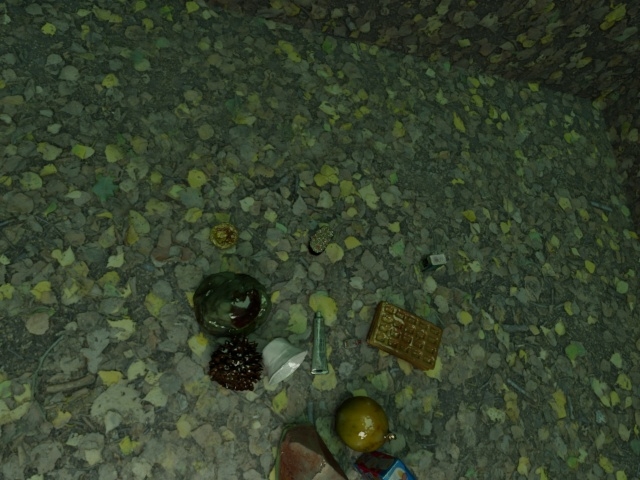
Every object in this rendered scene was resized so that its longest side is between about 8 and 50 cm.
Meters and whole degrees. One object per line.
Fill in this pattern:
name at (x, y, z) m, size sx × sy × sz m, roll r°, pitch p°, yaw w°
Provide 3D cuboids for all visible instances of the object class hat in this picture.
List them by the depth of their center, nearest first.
hat at (-0.165, 0.475, 1.717) m, size 0.203 × 0.203 × 0.126 m, roll -36°, pitch 67°, yaw -26°

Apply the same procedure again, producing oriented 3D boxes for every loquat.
loquat at (0.182, 0.734, 1.681) m, size 0.246 × 0.213 × 0.213 m, roll 12°, pitch 60°, yaw 30°

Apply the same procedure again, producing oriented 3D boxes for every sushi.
sushi at (0.000, 0.000, 1.988) m, size 0.090 × 0.078 × 0.150 m, roll 38°, pitch 65°, yaw -1°

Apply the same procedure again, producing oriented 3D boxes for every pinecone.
pinecone at (-0.316, 0.471, 1.635) m, size 0.221 × 0.221 × 0.221 m, roll 6°, pitch 68°, yaw -16°

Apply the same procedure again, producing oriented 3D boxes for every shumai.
shumai at (-0.344, 0.232, 1.688) m, size 0.309 × 0.263 × 0.304 m, roll -35°, pitch 85°, yaw -26°

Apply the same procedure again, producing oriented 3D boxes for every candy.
candy at (0.254, 0.895, 1.603) m, size 0.100 × 0.306 × 0.157 m, roll -36°, pitch 84°, yaw -25°

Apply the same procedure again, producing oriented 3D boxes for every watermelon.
watermelon at (-0.004, 0.827, 1.593) m, size 0.250 × 0.292 × 0.283 m, roll 7°, pitch 64°, yaw -47°

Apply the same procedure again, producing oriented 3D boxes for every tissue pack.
tissue pack at (0.553, 0.101, 2.108) m, size 0.085 × 0.111 × 0.079 m, roll -6°, pitch 71°, yaw -20°

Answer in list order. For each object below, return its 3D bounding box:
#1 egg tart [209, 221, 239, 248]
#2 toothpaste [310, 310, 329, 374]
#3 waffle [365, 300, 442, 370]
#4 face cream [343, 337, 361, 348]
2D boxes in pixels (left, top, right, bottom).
egg tart at (-0.424, -0.021, 1.874) m, size 0.130 × 0.052 × 0.130 m, roll 5°, pitch 70°, yaw -15°
toothpaste at (-0.004, 0.440, 1.838) m, size 0.069 × 0.047 × 0.268 m, roll 11°, pitch 68°, yaw -34°
waffle at (0.383, 0.434, 1.938) m, size 0.328 × 0.098 × 0.224 m, roll 27°, pitch 62°, yaw -7°
face cream at (0.142, 0.457, 1.892) m, size 0.083 × 0.021 × 0.040 m, roll -6°, pitch 73°, yaw -20°
